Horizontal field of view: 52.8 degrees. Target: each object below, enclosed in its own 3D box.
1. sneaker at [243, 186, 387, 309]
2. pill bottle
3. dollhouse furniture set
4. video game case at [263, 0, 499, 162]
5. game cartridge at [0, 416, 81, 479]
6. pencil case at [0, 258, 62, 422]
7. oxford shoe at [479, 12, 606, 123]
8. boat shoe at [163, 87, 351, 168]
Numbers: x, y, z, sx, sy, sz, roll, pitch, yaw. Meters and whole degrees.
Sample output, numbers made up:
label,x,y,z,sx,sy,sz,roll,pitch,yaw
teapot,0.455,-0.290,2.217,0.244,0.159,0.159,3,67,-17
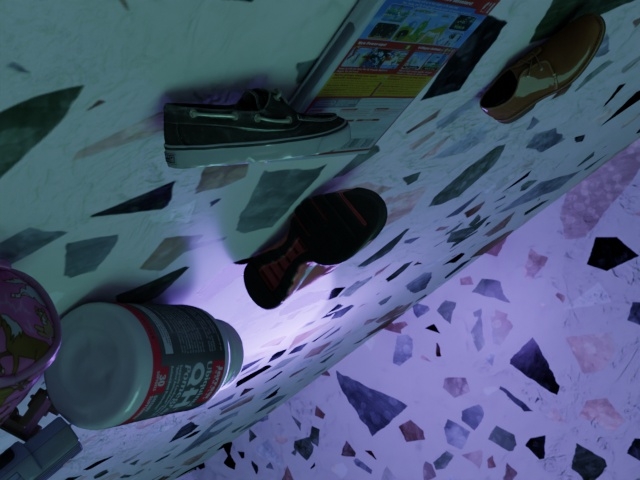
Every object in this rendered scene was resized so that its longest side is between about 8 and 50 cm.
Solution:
label,x,y,z,sx,sy,sz,roll,pitch,yaw
sneaker,-0.001,0.000,1.091,0.314,0.116,0.136,-36,173,35
pill bottle,-0.254,0.187,1.017,0.176,0.176,0.318,-37,162,15
dollhouse furniture set,-0.459,0.215,0.999,0.151,0.123,0.144,-62,180,-32
video game case,0.067,-0.198,0.771,0.204,0.025,0.285,-12,154,-45
game cartridge,-0.487,0.380,0.871,0.355,0.068,0.230,-40,172,-27
pencil case,-0.437,0.179,0.707,0.386,0.167,0.160,-42,-178,26
oxford shoe,0.331,-0.259,0.973,0.076,0.076,0.212,6,139,-46
boat shoe,-0.057,-0.122,0.673,0.219,0.078,0.070,-14,112,-35
